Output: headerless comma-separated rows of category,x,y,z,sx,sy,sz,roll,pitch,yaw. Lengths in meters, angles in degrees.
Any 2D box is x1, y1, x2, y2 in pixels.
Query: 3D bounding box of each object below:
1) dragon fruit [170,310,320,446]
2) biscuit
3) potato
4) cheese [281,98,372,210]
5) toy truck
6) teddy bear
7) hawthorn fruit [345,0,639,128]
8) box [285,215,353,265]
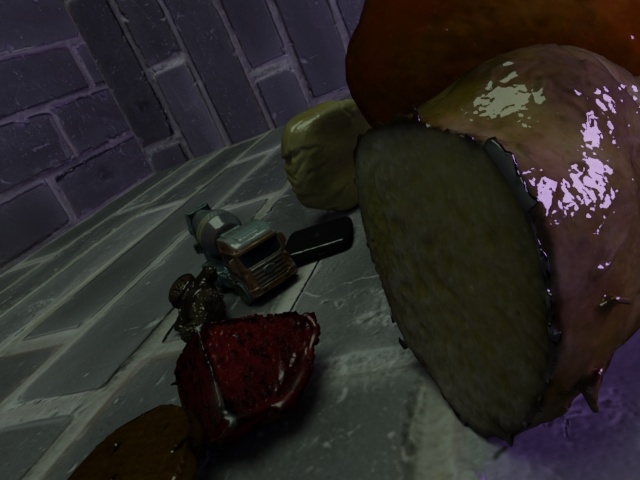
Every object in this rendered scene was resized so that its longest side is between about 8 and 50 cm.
dragon fruit,-0.072,0.155,0.597,0.160,0.121,0.127,-8,-32,-29
biscuit,-0.194,0.245,0.505,0.212,0.036,0.212,-33,21,14
potato,0.197,-0.018,0.477,0.237,0.289,0.301,-15,27,-18
cheese,0.033,-0.168,1.074,0.225,0.214,0.117,-25,18,-22
toy truck,-0.154,0.011,0.939,0.108,0.140,0.256,-32,22,-24
teddy bear,-0.188,0.102,0.854,0.160,0.078,0.119,27,87,57
hawthorn fruit,0.275,-0.240,0.718,0.471,0.472,0.472,-21,20,8
box,0.000,0.000,0.968,0.125,0.027,0.126,-17,20,11
